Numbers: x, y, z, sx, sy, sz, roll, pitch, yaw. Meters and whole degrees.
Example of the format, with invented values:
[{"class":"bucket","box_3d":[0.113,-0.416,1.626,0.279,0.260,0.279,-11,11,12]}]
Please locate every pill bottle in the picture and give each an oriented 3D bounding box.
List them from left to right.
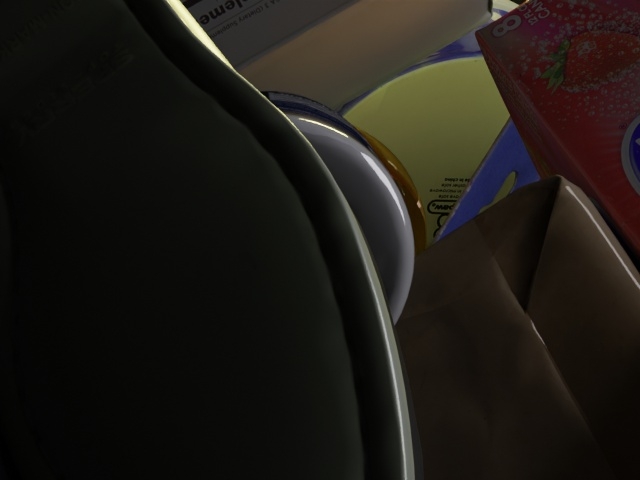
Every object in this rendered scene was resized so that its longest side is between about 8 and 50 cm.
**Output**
[{"class":"pill bottle","box_3d":[-0.019,-0.006,0.662,0.094,0.094,0.169,61,2,-9]}]

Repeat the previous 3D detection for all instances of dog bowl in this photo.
[{"class":"dog bowl","box_3d":[0.086,-0.047,1.331,0.265,0.265,0.104,59,4,-37]}]

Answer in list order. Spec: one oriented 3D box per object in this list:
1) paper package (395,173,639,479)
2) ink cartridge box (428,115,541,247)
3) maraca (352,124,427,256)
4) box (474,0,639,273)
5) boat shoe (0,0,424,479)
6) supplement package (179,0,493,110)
[{"class":"paper package","box_3d":[0.127,0.173,0.788,0.309,0.168,0.325,62,3,21]},{"class":"ink cartridge box","box_3d":[0.159,0.059,1.211,0.071,0.324,0.330,24,-17,28]},{"class":"maraca","box_3d":[-0.009,0.000,0.844,0.127,0.099,0.185,47,24,3]},{"class":"box","box_3d":[0.203,-0.005,0.752,0.142,0.154,0.300,56,5,-41]},{"class":"boat shoe","box_3d":[-0.035,-0.001,0.391,0.228,0.081,0.069,59,5,35]},{"class":"supplement package","box_3d":[-0.024,-0.156,0.993,0.145,0.204,0.262,60,2,6]}]
